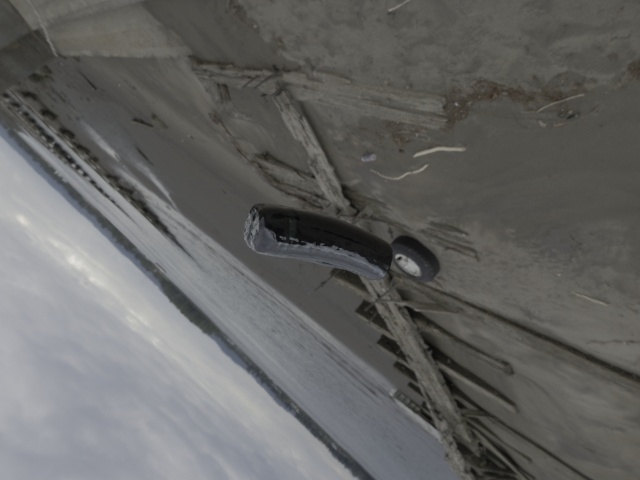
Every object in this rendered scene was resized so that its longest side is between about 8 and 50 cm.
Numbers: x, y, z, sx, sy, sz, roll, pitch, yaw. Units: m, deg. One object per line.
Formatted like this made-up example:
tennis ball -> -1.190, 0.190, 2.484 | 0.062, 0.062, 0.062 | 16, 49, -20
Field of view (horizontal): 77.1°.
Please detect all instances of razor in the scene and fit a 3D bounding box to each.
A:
razor -> 0.000, 0.000, 0.410 | 0.148, 0.054, 0.090 | 14, -175, -21
